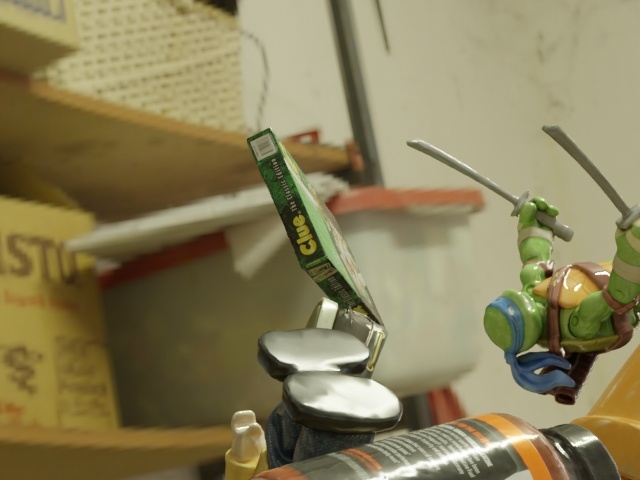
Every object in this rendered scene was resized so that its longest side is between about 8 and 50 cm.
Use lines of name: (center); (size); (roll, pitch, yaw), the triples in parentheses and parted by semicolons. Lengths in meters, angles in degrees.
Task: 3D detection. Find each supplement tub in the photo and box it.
supplement tub: (0.060, 0.148, 0.804); (0.198, 0.106, 0.106); (-11, -12, -29)

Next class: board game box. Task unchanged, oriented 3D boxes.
board game box: (0.000, 0.000, 1.466); (0.030, 0.136, 0.259); (-24, -22, 6)

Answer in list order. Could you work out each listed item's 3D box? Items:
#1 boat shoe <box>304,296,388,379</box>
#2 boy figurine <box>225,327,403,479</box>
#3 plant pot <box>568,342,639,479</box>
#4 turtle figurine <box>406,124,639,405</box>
boat shoe: (0.001, 0.156, 1.280); (0.069, 0.227, 0.081); (21, -29, -9)
boy figurine: (-0.033, 0.194, 1.076); (0.092, 0.177, 0.285); (4, -56, -27)
plant pot: (0.368, 0.200, 1.631); (0.205, 0.188, 0.205); (25, -19, 10)
turtle figurine: (0.258, -0.009, 1.371); (0.266, 0.274, 0.198); (-4, -21, -29)
